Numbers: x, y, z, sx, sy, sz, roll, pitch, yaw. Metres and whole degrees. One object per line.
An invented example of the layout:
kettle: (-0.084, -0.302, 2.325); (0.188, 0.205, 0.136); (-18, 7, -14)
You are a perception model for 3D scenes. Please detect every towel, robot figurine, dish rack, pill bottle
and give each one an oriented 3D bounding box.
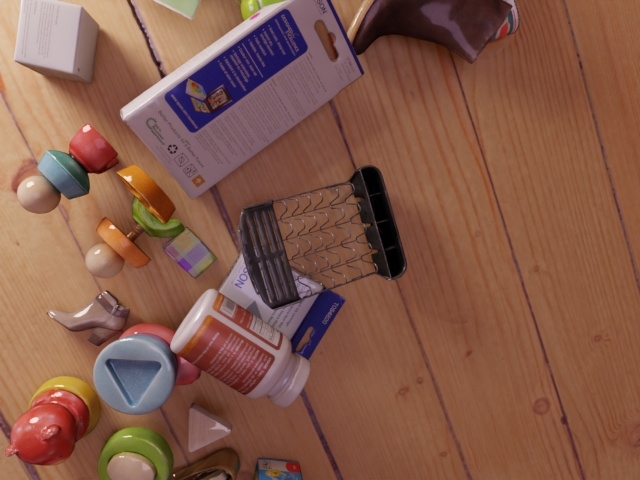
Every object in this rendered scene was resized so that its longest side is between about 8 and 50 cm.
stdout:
towel: (-0.233, 0.021, 0.923); (0.060, 0.009, 0.083); (-44, 104, -3)
robot figurine: (-0.080, -0.389, 0.860); (0.115, 0.067, 0.101); (-18, 125, -8)
dish rack: (0.000, 0.000, 0.903); (0.272, 0.074, 0.208); (-17, 92, -20)
pill bottle: (-0.128, 0.186, 0.862); (0.216, 0.121, 0.121); (36, 91, -13)

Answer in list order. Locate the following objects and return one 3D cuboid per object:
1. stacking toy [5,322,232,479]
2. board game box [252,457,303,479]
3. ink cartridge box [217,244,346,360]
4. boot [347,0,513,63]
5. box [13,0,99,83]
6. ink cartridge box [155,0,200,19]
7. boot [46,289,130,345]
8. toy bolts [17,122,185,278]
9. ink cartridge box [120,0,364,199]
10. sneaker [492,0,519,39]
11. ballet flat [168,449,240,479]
stacking toy: (-0.327, 0.314, 0.861); (0.309, 0.130, 0.279); (-37, 98, 4)
board game box: (-0.089, 0.599, 0.888); (0.086, 0.302, 0.308); (11, 96, -12)
ink cartridge box: (-0.095, 0.151, 0.950); (0.224, 0.045, 0.223); (30, 92, -13)
boot: (0.183, -0.370, 0.882); (0.207, 0.090, 0.248); (39, 89, -1)
box: (-0.402, -0.306, 0.795); (0.087, 0.102, 0.101); (9, 96, -10)
ink cartridge box: (-0.233, -0.495, 0.822); (0.171, 0.056, 0.235); (24, 97, -13)
boot: (-0.397, 0.124, 0.896); (0.118, 0.042, 0.087); (36, 84, -14)
toy bolts: (-0.347, -0.054, 0.794); (0.158, 0.218, 0.228); (-45, 97, -15)
ink cartridge box: (-0.119, -0.244, 0.845); (0.371, 0.069, 0.175); (-36, 127, -2)
sneaker: (0.298, -0.440, 0.928); (0.075, 0.057, 0.161); (-27, 105, -10)
ballet flat: (-0.257, 0.467, 0.953); (0.232, 0.073, 0.080); (-31, 102, -4)
